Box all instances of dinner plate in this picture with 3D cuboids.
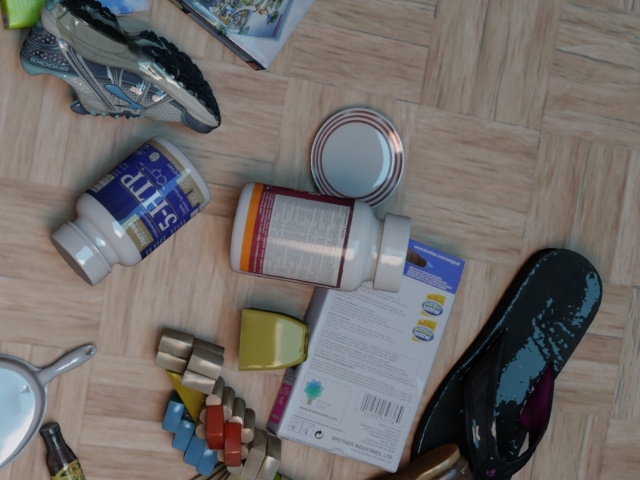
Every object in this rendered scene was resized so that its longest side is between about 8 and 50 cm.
[{"bbox_3d":[0.049,-0.110,1.973,0.141,0.017,0.141,-2,94,-22],"label":"dinner plate"}]

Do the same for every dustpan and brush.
[{"bbox_3d":[-0.371,0.186,1.799,0.211,0.060,0.147,-30,91,-11],"label":"dustpan and brush"}]

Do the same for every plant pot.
[{"bbox_3d":[-0.058,0.131,1.890,0.083,0.081,0.081,4,88,6],"label":"plant pot"}]

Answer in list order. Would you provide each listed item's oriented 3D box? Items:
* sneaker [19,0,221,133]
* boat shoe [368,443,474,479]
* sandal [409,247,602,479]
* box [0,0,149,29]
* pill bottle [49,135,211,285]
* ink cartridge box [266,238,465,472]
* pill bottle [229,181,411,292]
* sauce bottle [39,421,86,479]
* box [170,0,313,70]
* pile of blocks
[{"bbox_3d":[-0.250,-0.203,1.809,0.283,0.110,0.122,31,115,-34],"label":"sneaker"},{"bbox_3d":[0.111,0.353,1.972,0.207,0.073,0.073,-25,108,9],"label":"boat shoe"},{"bbox_3d":[0.265,0.211,2.035,0.167,0.107,0.446,30,83,-20],"label":"sandal"},{"bbox_3d":[-0.309,-0.325,1.792,0.178,0.042,0.109,-10,98,-22],"label":"box"},{"bbox_3d":[-0.239,-0.033,1.805,0.186,0.112,0.112,-42,108,-15],"label":"pill bottle"},{"bbox_3d":[0.065,0.142,1.971,0.186,0.065,0.311,21,88,-21],"label":"ink cartridge box"},{"bbox_3d":[0.000,0.000,1.863,0.221,0.121,0.121,10,90,1],"label":"pill bottle"},{"bbox_3d":[-0.323,0.293,1.828,0.042,0.042,0.128,-24,104,-20],"label":"sauce bottle"},{"bbox_3d":[-0.073,-0.363,1.889,0.159,0.044,0.233,38,79,-21],"label":"box"},{"bbox_3d":[-0.120,0.284,1.852,0.149,0.112,0.362,-33,100,6],"label":"pile of blocks"}]
